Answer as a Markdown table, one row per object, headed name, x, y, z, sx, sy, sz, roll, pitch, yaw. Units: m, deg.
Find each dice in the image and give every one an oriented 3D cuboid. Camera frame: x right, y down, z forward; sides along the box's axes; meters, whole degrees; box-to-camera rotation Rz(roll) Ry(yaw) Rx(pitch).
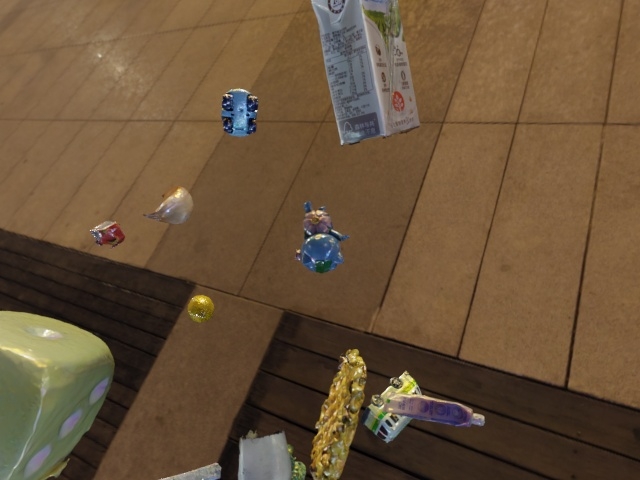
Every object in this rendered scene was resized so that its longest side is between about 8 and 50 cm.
| name | x | y | z | sx | sy | sz | roll | pitch | yaw |
| --- | --- | --- | --- | --- | --- | --- | --- | --- | --- |
| dice | -0.566 | 0.285 | 0.776 | 0.254 | 0.252 | 0.250 | 20 | 86 | 1 |

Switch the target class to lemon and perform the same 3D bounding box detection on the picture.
| name | x | y | z | sx | sy | sz | roll | pitch | yaw |
| --- | --- | --- | --- | --- | --- | --- | --- | --- | --- |
| lemon | -0.299 | 0.169 | 1.046 | 0.065 | 0.065 | 0.092 | -49 | 31 | -10 |

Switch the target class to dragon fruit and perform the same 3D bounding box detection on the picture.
| name | x | y | z | sx | sy | sz | roll | pitch | yaw |
| --- | --- | --- | --- | --- | --- | --- | --- | --- | --- |
| dragon fruit | -0.513 | -0.011 | 1.015 | 0.083 | 0.060 | 0.056 | 4 | 37 | 41 |

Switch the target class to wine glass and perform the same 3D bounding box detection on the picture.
| name | x | y | z | sx | sy | sz | roll | pitch | yaw |
| --- | --- | --- | --- | --- | --- | --- | --- | --- | --- |
| wine glass | -0.133 | 0.637 | 1.028 | 0.143 | 0.143 | 0.322 | -9 | 74 | 20 |

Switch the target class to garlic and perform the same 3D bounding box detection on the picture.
| name | x | y | z | sx | sy | sz | roll | pitch | yaw |
| --- | --- | --- | --- | --- | --- | --- | --- | --- | --- |
| garlic | -0.513 | -0.127 | 1.491 | 0.115 | 0.128 | 0.207 | -47 | 15 | 19 |

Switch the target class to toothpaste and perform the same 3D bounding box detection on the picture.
| name | x | y | z | sx | sy | sz | roll | pitch | yaw |
| --- | --- | --- | --- | --- | --- | --- | --- | --- | --- |
| toothpaste | 0.348 | 0.528 | 1.304 | 0.300 | 0.048 | 0.075 | 5 | 65 | 19 |

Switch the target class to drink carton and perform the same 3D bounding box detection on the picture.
| name | x | y | z | sx | sy | sz | roll | pitch | yaw |
| --- | --- | --- | --- | --- | --- | --- | --- | --- | --- |
| drink carton | 0.111 | -0.398 | 0.971 | 0.131 | 0.325 | 0.194 | -2 | 17 | 37 |

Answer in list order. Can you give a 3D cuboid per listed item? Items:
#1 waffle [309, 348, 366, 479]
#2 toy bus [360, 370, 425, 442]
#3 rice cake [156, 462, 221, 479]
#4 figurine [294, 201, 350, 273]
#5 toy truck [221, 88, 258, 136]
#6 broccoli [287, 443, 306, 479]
| name | x | y | z | sx | sy | sz | roll | pitch | yaw |
| --- | --- | --- | --- | --- | --- | --- | --- | --- | --- |
| waffle | 0.061 | 0.539 | 1.310 | 0.095 | 0.379 | 0.383 | 18 | 93 | 1 |
| toy bus | 0.312 | 0.693 | 1.750 | 0.276 | 0.134 | 0.164 | -27 | 53 | -36 |
| rice cake | -0.369 | 0.631 | 1.103 | 0.210 | 0.043 | 0.034 | -9 | 50 | -11 |
| figurine | -0.005 | 0.001 | 1.026 | 0.114 | 0.144 | 0.178 | 1 | 65 | -18 |
| toy truck | -0.135 | -0.212 | 0.683 | 0.056 | 0.073 | 0.090 | -2 | 27 | -18 |
| broccoli | -0.172 | 0.937 | 1.692 | 0.269 | 0.270 | 0.270 | -17 | 62 | 37 |
